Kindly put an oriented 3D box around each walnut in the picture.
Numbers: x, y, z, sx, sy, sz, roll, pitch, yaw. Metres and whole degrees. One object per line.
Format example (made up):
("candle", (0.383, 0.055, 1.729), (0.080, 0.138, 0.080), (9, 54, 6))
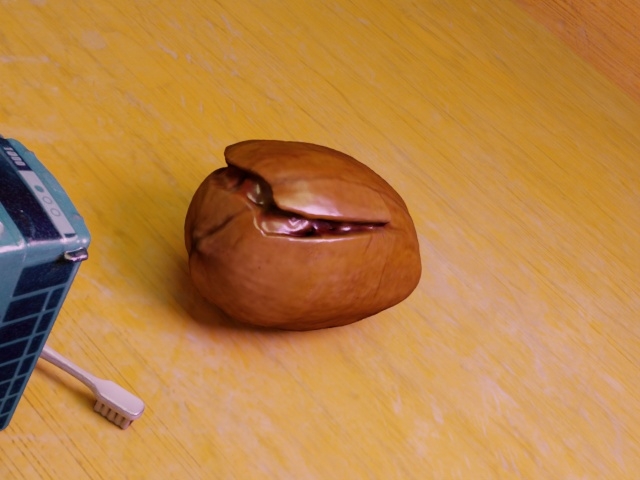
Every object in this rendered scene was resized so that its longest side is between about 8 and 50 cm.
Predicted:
("walnut", (0.000, 0.000, 0.926), (0.336, 0.209, 0.209), (13, 39, -44))

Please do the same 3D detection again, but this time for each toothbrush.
("toothbrush", (-0.306, 0.067, 0.756), (0.342, 0.030, 0.025), (33, 36, 0))

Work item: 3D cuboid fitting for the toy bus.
("toy bus", (-0.274, 0.046, 0.617), (0.128, 0.256, 0.147), (48, 36, 20))
